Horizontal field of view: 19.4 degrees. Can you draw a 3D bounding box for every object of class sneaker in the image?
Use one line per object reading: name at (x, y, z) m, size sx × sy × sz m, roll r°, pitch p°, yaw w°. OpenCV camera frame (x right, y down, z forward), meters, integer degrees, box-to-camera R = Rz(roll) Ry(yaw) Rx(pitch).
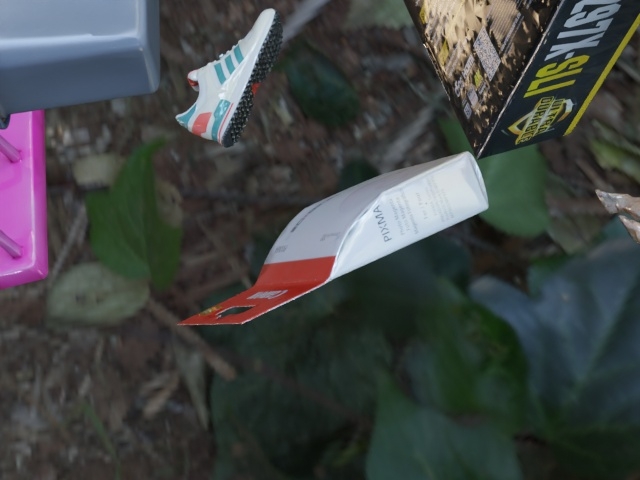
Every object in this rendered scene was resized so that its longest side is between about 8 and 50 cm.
sneaker at (-0.097, -0.178, 1.952) m, size 0.075 × 0.057 × 0.161 m, roll 18°, pitch 74°, yaw 15°

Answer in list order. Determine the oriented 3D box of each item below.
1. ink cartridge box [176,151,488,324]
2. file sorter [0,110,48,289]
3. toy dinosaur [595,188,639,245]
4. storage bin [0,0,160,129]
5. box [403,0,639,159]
ink cartridge box at (0.000, 0.000, 1.546) m, size 0.232 × 0.189 × 0.066 m, roll -20°, pitch 94°, yaw -20°
file sorter at (-0.301, -0.118, 1.150) m, size 0.202 × 0.290 × 0.182 m, roll -14°, pitch 152°, yaw 15°
toy dinosaur at (0.366, -0.036, 1.648) m, size 0.200 × 0.295 × 0.127 m, roll -32°, pitch 93°, yaw 6°
storage bin at (-0.125, -0.128, 0.888) m, size 0.091 × 0.135 × 0.098 m, roll -4°, pitch 158°, yaw 2°
box at (0.112, -0.231, 1.130) m, size 0.079 × 0.257 × 0.322 m, roll -16°, pitch 160°, yaw -16°
